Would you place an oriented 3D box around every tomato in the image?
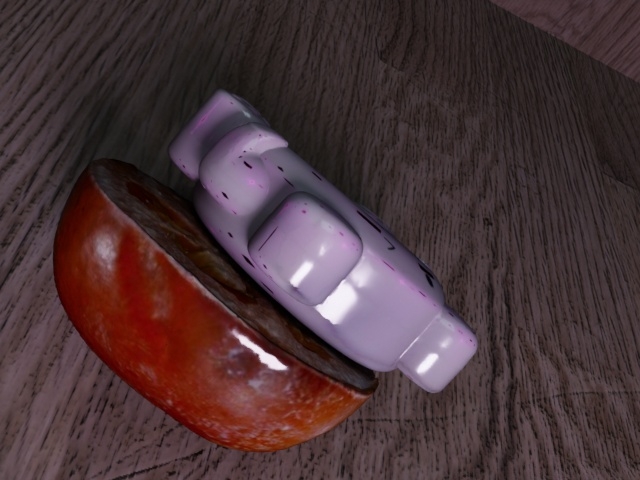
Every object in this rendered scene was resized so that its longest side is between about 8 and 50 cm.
[{"bbox_3d":[-0.109,0.075,0.637,0.338,0.143,0.338,38,2,-2],"label":"tomato"}]

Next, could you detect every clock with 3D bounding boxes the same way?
[{"bbox_3d":[0.000,0.000,0.708,0.296,0.113,0.322,39,5,-33],"label":"clock"}]
